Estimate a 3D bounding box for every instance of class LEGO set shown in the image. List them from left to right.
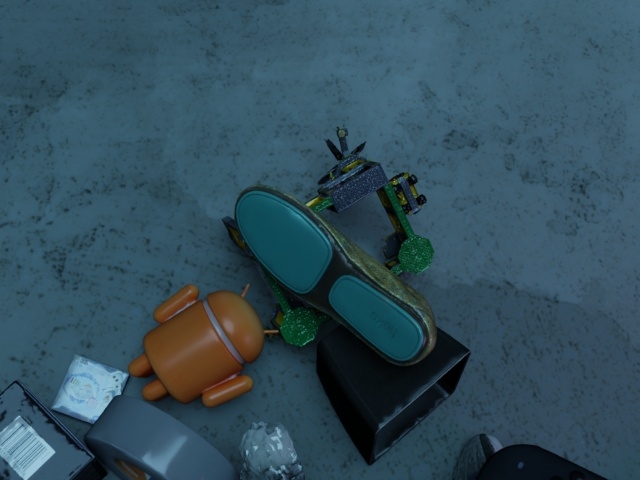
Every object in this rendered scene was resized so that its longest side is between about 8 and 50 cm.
[{"bbox_3d":[0.000,0.000,1.436,0.331,0.192,0.255,-38,108,-9],"label":"LEGO set"}]

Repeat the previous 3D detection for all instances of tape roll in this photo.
[{"bbox_3d":[-0.219,0.308,1.235,0.219,0.219,0.072,32,61,4],"label":"tape roll"}]

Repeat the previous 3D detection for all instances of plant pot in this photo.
[{"bbox_3d":[0.094,0.200,1.354,0.187,0.188,0.167,-37,67,-18],"label":"plant pot"}]

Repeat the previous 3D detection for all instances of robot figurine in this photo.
[{"bbox_3d":[-0.176,0.161,1.336,0.219,0.128,0.158,-33,40,-2],"label":"robot figurine"}]

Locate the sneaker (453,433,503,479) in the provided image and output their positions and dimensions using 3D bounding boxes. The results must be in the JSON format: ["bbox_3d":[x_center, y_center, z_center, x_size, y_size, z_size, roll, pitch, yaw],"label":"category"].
[{"bbox_3d":[0.291,0.436,1.338,0.129,0.111,0.297,7,56,-37],"label":"sneaker"}]

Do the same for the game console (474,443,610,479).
[{"bbox_3d":[0.303,0.478,1.140,0.342,0.060,0.386,20,62,32],"label":"game console"}]

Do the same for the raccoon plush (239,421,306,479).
[{"bbox_3d":[-0.138,0.489,1.152,0.299,0.216,0.446,-16,84,-21],"label":"raccoon plush"}]

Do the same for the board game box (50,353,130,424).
[{"bbox_3d":[-0.350,0.231,1.355,0.090,0.020,0.090,20,68,-1],"label":"board game box"}]

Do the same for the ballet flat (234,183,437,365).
[{"bbox_3d":[0.025,0.045,1.272,0.348,0.123,0.123,39,69,12],"label":"ballet flat"}]

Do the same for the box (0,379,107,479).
[{"bbox_3d":[-0.391,0.299,1.224,0.153,0.207,0.108,42,70,7],"label":"box"}]
